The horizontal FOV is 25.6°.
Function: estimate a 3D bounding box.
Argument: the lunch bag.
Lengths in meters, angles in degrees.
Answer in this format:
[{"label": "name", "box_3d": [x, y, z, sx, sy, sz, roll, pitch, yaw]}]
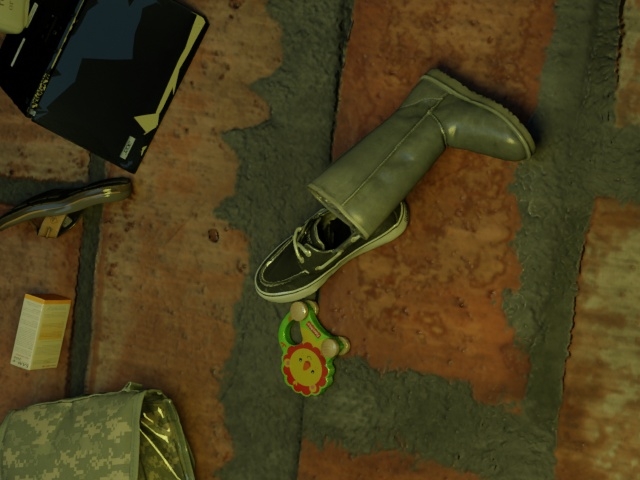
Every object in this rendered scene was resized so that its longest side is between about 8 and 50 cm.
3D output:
[{"label": "lunch bag", "box_3d": [-0.283, 0.332, 1.787, 0.235, 0.169, 0.287, -11, 78, 28]}]

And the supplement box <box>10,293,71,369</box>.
[{"label": "supplement box", "box_3d": [-0.378, 0.123, 1.905, 0.036, 0.062, 0.098, 16, 95, 26]}]

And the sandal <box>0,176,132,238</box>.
[{"label": "sandal", "box_3d": [-0.344, -0.036, 1.894, 0.219, 0.090, 0.060, -12, 105, 20]}]

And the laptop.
[{"label": "laptop", "box_3d": [-0.306, -0.261, 1.907, 0.264, 0.136, 0.234, 43, 108, 49]}]

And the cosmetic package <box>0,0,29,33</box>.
[{"label": "cosmetic package", "box_3d": [-0.623, -0.463, 1.846, 0.329, 0.393, 0.328, 4, 89, 33]}]

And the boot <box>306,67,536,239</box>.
[{"label": "boot", "box_3d": [0.114, -0.084, 1.603, 0.208, 0.076, 0.189, -44, 52, -17]}]

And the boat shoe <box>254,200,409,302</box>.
[{"label": "boat shoe", "box_3d": [0.000, 0.000, 1.700, 0.219, 0.070, 0.078, -33, 60, 19]}]

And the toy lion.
[{"label": "toy lion", "box_3d": [-0.017, 0.138, 1.738, 0.100, 0.034, 0.096, 49, 117, 20]}]
